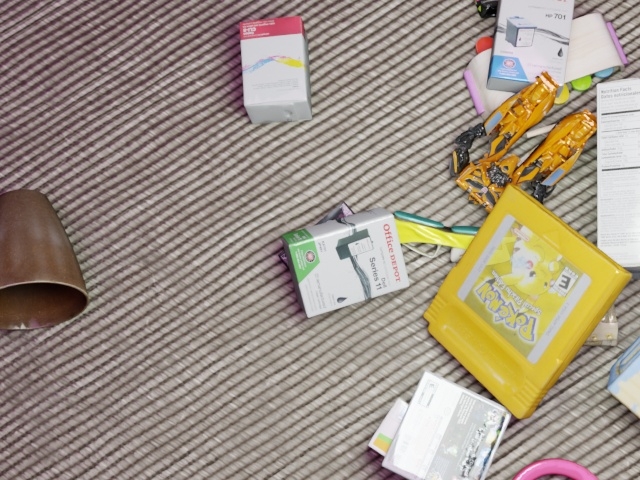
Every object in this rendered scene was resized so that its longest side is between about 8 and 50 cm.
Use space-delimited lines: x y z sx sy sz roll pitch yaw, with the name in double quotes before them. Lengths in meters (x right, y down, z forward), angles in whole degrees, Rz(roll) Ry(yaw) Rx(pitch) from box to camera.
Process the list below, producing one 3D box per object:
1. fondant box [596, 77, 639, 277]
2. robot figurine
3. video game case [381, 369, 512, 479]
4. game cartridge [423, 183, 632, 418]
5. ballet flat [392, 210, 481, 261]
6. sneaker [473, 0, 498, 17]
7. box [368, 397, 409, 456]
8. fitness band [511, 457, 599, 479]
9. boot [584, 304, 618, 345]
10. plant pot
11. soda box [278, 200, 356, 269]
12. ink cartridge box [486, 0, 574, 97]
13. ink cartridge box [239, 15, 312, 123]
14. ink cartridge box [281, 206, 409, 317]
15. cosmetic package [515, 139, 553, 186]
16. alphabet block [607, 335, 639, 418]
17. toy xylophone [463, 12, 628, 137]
"fondant box" 0.582 -0.103 1.818 0.096 0.238 0.330 -2 81 32
"robot figurine" 0.369 -0.163 1.868 0.211 0.085 0.291 42 122 3
"video game case" 0.225 0.351 1.766 0.173 0.022 0.190 25 74 7
"game cartridge" 0.354 0.107 1.786 0.285 0.053 0.323 44 112 36
"ballet flat" 0.242 0.000 1.927 0.231 0.077 0.077 11 102 9
"sneaker" 0.328 -0.491 2.009 0.170 0.063 0.074 29 77 4
"box" 0.199 0.389 1.828 0.203 0.114 0.103 33 82 8
"fitness band" 0.452 0.538 1.812 0.209 0.054 0.290 -31 80 -2
"boot" 0.450 0.199 1.859 0.204 0.095 0.261 3 77 3
"plant pot" -0.568 0.025 1.928 0.215 0.215 0.230 -14 64 2
"soda box" 0.000 0.000 1.945 0.169 0.060 0.053 -39 78 -2
"ink cartridge box" 0.398 -0.378 1.890 0.140 0.082 0.190 8 82 6
"ink cartridge box" -0.087 -0.333 1.979 0.127 0.128 0.176 -5 79 4
"ink cartridge box" 0.048 0.038 1.879 0.208 0.087 0.153 -17 105 -9
"cosmetic package" 0.440 -0.160 1.950 0.115 0.041 0.060 -40 79 -3
"alphabet block" 0.645 0.244 1.758 0.197 0.193 0.192 41 108 11
"toy xylophone" 0.451 -0.318 1.958 0.323 0.081 0.236 -11 79 2
